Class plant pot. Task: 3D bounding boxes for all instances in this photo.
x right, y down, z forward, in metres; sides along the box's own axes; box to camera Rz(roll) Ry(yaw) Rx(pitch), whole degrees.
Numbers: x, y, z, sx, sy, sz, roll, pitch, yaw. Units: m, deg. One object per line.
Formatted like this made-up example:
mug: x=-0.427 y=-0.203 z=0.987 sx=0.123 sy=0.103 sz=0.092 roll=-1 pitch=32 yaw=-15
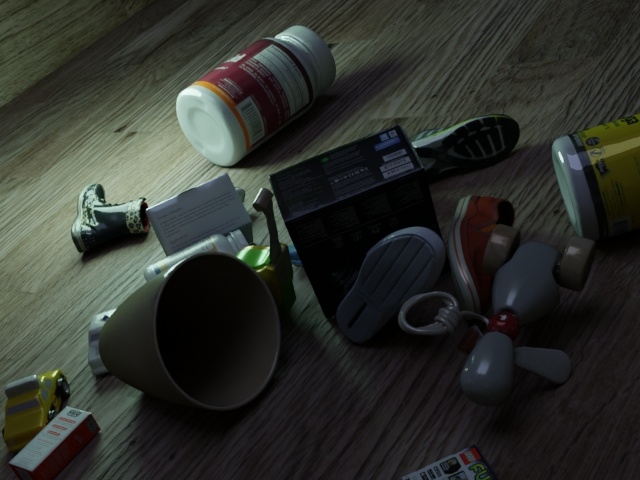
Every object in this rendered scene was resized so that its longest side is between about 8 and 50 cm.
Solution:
plant pot: x=-0.252 y=0.164 z=1.687 sx=0.274 sy=0.256 sz=0.256 roll=-13 pitch=26 yaw=46

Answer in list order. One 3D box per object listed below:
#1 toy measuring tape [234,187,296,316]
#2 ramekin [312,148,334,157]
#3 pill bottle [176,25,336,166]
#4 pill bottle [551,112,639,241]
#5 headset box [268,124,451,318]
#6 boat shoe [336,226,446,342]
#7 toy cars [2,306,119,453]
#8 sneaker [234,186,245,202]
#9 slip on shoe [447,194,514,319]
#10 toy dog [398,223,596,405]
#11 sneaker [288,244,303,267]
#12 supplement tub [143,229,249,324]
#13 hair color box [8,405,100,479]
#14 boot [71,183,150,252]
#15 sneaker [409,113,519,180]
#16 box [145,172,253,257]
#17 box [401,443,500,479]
toy measuring tape: x=-0.116 y=0.027 z=1.716 sx=0.121 sy=0.330 sz=0.121 roll=-4 pitch=49 yaw=5
ramekin: x=0.049 y=-0.093 z=1.897 sx=0.207 sy=0.109 sz=0.207 roll=-6 pitch=32 yaw=4
pill bottle: x=-0.156 y=-0.379 z=2.532 sx=0.224 sy=0.224 sz=0.392 roll=12 pitch=43 yaw=46
pill bottle: x=0.572 y=-0.128 z=1.655 sx=0.334 sy=0.187 sz=0.188 roll=-17 pitch=29 yaw=8
headset box: x=0.076 y=-0.021 z=1.725 sx=0.246 sy=0.283 sz=0.131 roll=-22 pitch=44 yaw=2
boat shoe: x=0.118 y=0.060 z=1.593 sx=0.094 sy=0.109 sz=0.302 roll=-36 pitch=-9 yaw=-38
toy cars: x=-0.461 y=0.228 z=1.845 sx=0.177 sy=0.087 sz=0.394 roll=7 pitch=39 yaw=40
sneaker: x=-0.212 y=-0.042 z=2.171 sx=0.083 sy=0.071 sz=0.190 roll=12 pitch=51 yaw=36
slip on shoe: x=0.278 y=0.017 z=1.688 sx=0.101 sy=0.123 sz=0.331 roll=-6 pitch=27 yaw=18
toy dog: x=0.287 y=0.122 z=1.479 sx=0.334 sy=0.161 sz=0.220 roll=-38 pitch=50 yaw=-25
sneaker: x=0.000 y=0.000 z=1.938 sx=0.162 sy=0.073 sz=0.063 roll=-14 pitch=30 yaw=12
supplement tub: x=-0.218 y=0.076 z=1.882 sx=0.200 sy=0.144 sz=0.144 roll=-26 pitch=29 yaw=-9
hair color box: x=-0.449 y=0.348 z=1.678 sx=0.072 sy=0.043 sz=0.141 roll=5 pitch=40 yaw=40
boot: x=-0.492 y=-0.070 z=2.379 sx=0.179 sy=0.085 sz=0.236 roll=-14 pitch=36 yaw=9
sneaker: x=0.266 y=-0.203 z=2.078 sx=0.300 sy=0.111 sz=0.121 roll=-15 pitch=25 yaw=8
box: x=-0.242 y=-0.029 z=2.019 sx=0.181 sy=0.119 sz=0.182 roll=-26 pitch=-11 yaw=-8
box: x=0.190 y=0.352 z=1.251 sx=0.114 sy=0.036 sz=0.207 roll=-23 pitch=29 yaw=-4
